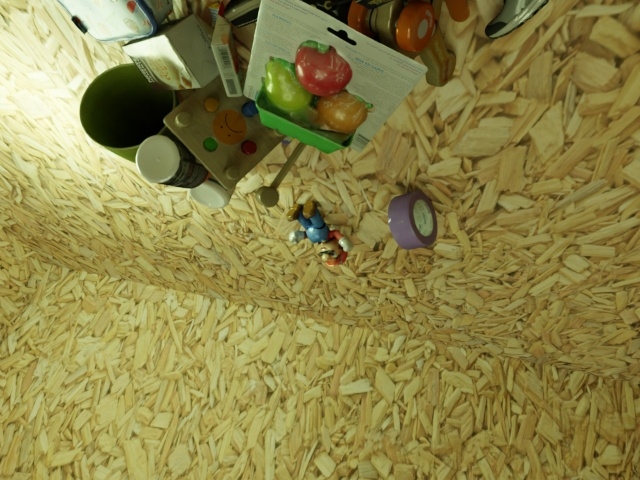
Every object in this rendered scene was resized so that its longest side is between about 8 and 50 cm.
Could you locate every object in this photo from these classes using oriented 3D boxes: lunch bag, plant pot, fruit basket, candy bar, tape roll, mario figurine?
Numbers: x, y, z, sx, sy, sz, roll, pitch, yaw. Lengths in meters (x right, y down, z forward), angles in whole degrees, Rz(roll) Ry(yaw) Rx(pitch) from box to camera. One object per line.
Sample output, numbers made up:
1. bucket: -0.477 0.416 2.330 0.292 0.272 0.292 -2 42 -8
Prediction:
1. lunch bag: -0.507 -0.583 0.996 0.304 0.114 0.243 10 156 32
2. plant pot: -0.533 -0.342 1.360 0.275 0.274 0.293 12 166 6
3. fruit basket: 0.007 -0.343 0.937 0.327 0.165 0.353 23 155 -9
4. candy bar: -0.250 -0.527 1.110 0.040 0.018 0.161 9 151 10
5. tape roll: 0.309 -0.067 1.458 0.080 0.188 0.189 -14 139 40
6. mario figurine: 0.000 0.000 1.731 0.320 0.170 0.198 49 171 -34

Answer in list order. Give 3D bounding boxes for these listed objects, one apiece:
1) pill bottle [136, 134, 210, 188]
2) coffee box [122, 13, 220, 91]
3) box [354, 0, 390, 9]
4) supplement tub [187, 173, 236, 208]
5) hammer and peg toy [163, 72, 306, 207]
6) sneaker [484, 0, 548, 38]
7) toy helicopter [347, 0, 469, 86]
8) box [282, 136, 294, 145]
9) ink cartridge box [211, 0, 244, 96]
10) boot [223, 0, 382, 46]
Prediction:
1. pill bottle: -0.407 -0.218 1.267 0.131 0.130 0.246 10 -177 10
2. coffee box: -0.371 -0.463 1.103 0.247 0.098 0.141 15 146 44
3. box: 0.159 -0.551 0.645 0.296 0.293 0.073 -8 -172 34
4. supplement tub: -0.350 -0.224 1.490 0.145 0.199 0.144 12 150 7
5. hammer and peg toy: -0.215 -0.280 1.231 0.361 0.266 0.127 48 166 -23
6. sneaker: 0.399 -0.491 0.806 0.108 0.100 0.271 44 151 0
7. toy helicopter: 0.219 -0.442 0.894 0.140 0.234 0.355 30 -176 31
8. box: -0.089 -0.361 1.294 0.105 0.043 0.179 30 146 -24
9. ink cartridge box: -0.212 -0.460 1.052 0.045 0.179 0.145 0 149 5
10. boot: 0.000 -0.475 0.972 0.378 0.138 0.284 -9 143 28
